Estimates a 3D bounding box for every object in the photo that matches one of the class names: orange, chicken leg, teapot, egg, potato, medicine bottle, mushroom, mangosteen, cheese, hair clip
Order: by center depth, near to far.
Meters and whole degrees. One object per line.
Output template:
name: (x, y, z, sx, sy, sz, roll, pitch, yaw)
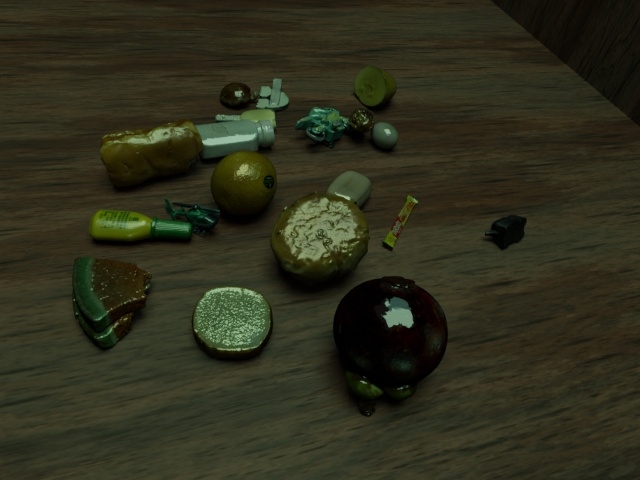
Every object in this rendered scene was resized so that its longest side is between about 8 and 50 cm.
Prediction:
mangosteen: (0.178, 0.272, 1.259, 0.306, 0.359, 0.306, 9, 13, -2)
medicine bottle: (-0.565, -0.041, 1.495, 0.309, 0.076, 0.111, 4, 54, -7)
orange: (-0.258, -0.194, 1.595, 0.236, 0.236, 0.236, 5, 48, -6)
teapot: (0.681, -0.045, 1.741, 0.177, 0.087, 0.096, -21, 33, -27)
medicine bottle: (-0.335, -0.403, 1.841, 0.296, 0.111, 0.161, -15, 48, -20)
cheese: (-0.312, -0.508, 1.977, 0.251, 0.054, 0.127, 0, 46, -10)
egg: (0.271, -0.447, 1.999, 0.103, 0.103, 0.135, -26, 54, -29)
chicken leg: (0.184, -0.523, 2.034, 0.107, 0.087, 0.251, 46, 23, -7)
mushroom: (-0.357, -0.644, 2.072, 0.170, 0.080, 0.135, -6, 60, -12)
hair clip: (-0.210, -0.652, 2.128, 0.140, 0.054, 0.220, 10, 50, -8)
potato: (0.284, -0.723, 2.222, 0.158, 0.178, 0.203, -9, 24, -37)

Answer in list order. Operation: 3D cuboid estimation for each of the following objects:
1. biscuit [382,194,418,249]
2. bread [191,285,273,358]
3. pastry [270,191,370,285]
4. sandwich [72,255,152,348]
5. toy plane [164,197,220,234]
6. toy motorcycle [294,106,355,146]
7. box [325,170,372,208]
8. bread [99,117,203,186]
biscuit: (0.292, -0.069, 1.721, 0.048, 0.026, 0.292, 37, 50, -4)
bread: (-0.244, 0.229, 1.321, 0.236, 0.070, 0.236, 5, 49, -5)
pastry: (0.000, 0.000, 1.480, 0.315, 0.184, 0.284, -30, 70, -17)
sandwich: (-0.583, 0.150, 1.300, 0.212, 0.109, 0.292, -1, 49, -11)
toy plane: (-0.420, -0.081, 1.551, 0.235, 0.096, 0.060, 11, 42, 23)
toy motorcycle: (0.017, -0.499, 1.989, 0.198, 0.109, 0.296, 39, 42, 16)
box: (0.104, -0.178, 1.737, 0.146, 0.088, 0.200, 28, 49, 15)
bread: (-0.586, -0.307, 1.655, 0.344, 0.195, 0.149, -19, 50, -23)
